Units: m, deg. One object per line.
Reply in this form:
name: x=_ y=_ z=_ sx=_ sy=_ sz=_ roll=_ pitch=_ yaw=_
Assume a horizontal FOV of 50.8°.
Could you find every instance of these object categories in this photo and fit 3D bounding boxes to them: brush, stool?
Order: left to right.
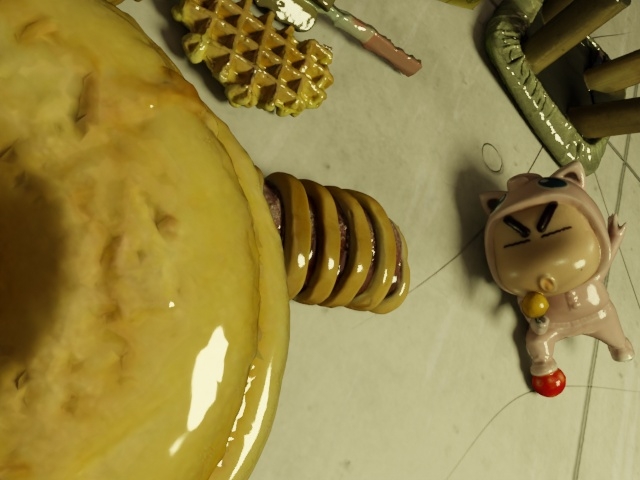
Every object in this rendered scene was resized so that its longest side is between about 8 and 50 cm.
brush: x=0.016 y=-0.269 z=0.807 sx=0.301 sy=0.084 sz=0.071 roll=24 pitch=57 yaw=-37
stool: x=0.458 y=-0.311 z=1.087 sx=0.310 sy=0.226 sz=0.310 roll=48 pitch=50 yaw=-17

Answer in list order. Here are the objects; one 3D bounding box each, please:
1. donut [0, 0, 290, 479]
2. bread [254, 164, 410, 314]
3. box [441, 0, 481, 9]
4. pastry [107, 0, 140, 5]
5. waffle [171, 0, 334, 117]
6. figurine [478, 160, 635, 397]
donut: x=-0.228 y=0.038 z=0.348 sx=0.449 sy=0.198 sz=0.448 roll=6 pitch=73 yaw=-21
bread: x=0.000 y=0.000 z=0.676 sx=0.225 sy=0.081 sz=0.134 roll=9 pitch=66 yaw=-36
box: x=0.151 y=-0.445 z=0.992 sx=0.240 sy=0.071 sz=0.159 roll=-3 pitch=73 yaw=-40
pastry: x=-0.201 y=-0.340 z=0.488 sx=0.356 sy=0.356 sz=0.163 roll=37 pitch=23 yaw=-22
waffle: x=-0.066 y=-0.211 z=0.731 sx=0.192 sy=0.046 sz=0.160 roll=-16 pitch=84 yaw=-43
figurine: x=0.312 y=0.050 z=0.863 sx=0.186 sy=0.176 sz=0.287 roll=-38 pitch=114 yaw=-67
